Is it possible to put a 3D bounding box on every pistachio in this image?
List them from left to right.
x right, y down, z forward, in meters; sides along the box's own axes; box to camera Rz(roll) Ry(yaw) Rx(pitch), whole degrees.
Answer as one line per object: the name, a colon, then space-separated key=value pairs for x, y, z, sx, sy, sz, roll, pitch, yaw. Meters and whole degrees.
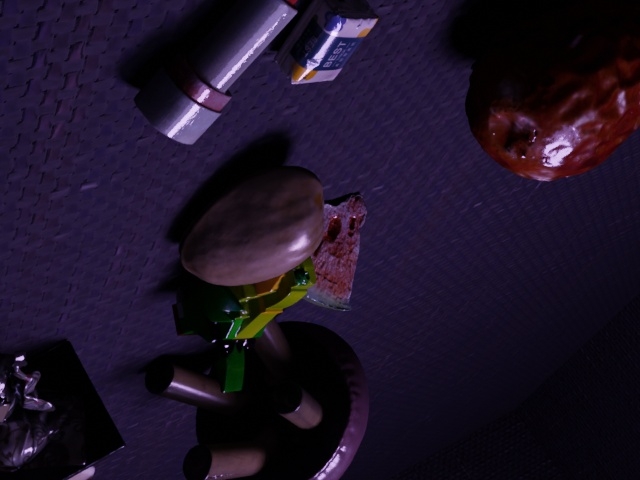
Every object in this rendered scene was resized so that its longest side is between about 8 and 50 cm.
pistachio: x=-0.071 y=-0.012 z=1.135 sx=0.185 sy=0.108 sz=0.126 roll=-35 pitch=138 yaw=24

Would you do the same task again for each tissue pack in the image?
tissue pack: x=0.005 y=-0.181 z=0.950 sx=0.062 sy=0.042 sz=0.083 roll=-14 pitch=152 yaw=-48

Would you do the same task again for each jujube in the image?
jujube: x=0.277 y=-0.181 z=1.168 sx=0.290 sy=0.197 sz=0.197 roll=-38 pitch=167 yaw=-41

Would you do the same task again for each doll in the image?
doll: x=-0.086 y=0.067 z=1.239 sx=0.186 sy=0.134 sz=0.106 roll=-48 pitch=155 yaw=18

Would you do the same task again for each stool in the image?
stool: x=-0.087 y=0.219 z=1.445 sx=0.272 sy=0.272 sz=0.178 roll=-38 pitch=144 yaw=11

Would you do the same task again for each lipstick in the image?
lipstick: x=-0.069 y=-0.165 z=0.865 sx=0.186 sy=0.057 sz=0.063 roll=-45 pitch=158 yaw=14

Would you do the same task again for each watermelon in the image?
watermelon: x=0.003 y=0.021 z=1.322 sx=0.158 sy=0.121 sz=0.098 roll=-44 pitch=136 yaw=15

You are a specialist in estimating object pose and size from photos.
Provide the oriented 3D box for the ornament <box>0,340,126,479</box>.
ornament: x=-0.328 y=0.160 z=1.095 sx=0.166 sy=0.153 sz=0.196 roll=-30 pitch=149 yaw=-13

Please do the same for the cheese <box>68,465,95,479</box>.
cheese: x=-0.516 y=0.444 z=1.584 sx=0.400 sy=0.034 sz=0.085 roll=-36 pitch=155 yaw=3
